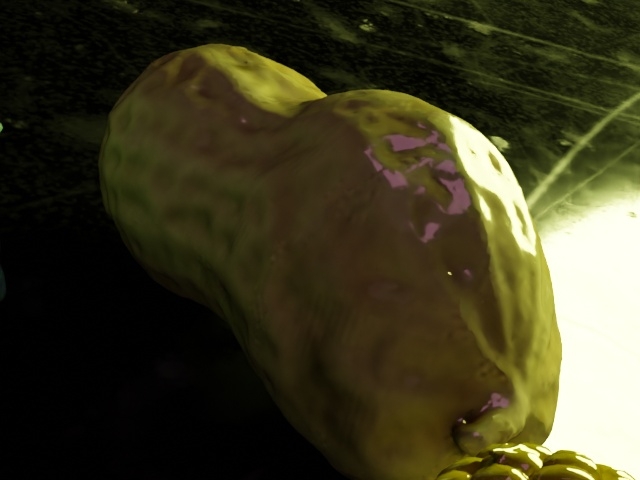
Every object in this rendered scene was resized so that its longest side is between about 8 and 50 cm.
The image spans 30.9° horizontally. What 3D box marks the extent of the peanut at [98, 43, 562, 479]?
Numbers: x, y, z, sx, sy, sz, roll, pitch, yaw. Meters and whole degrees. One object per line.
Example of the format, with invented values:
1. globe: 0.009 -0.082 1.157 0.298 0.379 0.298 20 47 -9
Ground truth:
1. peanut: 0.007 -0.006 0.567 0.291 0.159 0.143 42 13 35

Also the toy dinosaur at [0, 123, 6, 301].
1. toy dinosaur: -0.177 -0.095 0.447 0.129 0.331 0.383 18 33 -3

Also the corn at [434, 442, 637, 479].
1. corn: 0.057 0.196 0.301 0.131 0.131 0.344 17 34 -1
